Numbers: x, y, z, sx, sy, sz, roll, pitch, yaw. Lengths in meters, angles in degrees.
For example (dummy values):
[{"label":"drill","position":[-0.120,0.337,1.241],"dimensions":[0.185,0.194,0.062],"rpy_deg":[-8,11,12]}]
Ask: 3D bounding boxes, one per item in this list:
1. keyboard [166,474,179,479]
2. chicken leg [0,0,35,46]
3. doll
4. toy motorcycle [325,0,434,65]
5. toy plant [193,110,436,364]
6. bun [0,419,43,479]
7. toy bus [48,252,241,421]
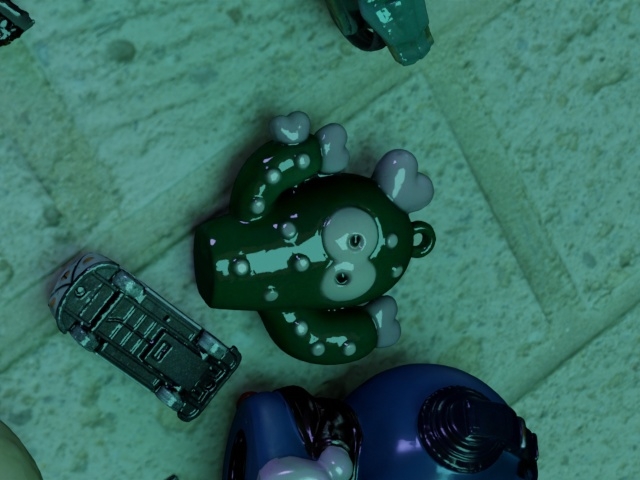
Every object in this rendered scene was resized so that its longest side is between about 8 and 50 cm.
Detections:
[{"label":"keyboard","position":[-0.132,0.320,1.740],"dimensions":[0.055,0.014,0.176],"rpy_deg":[-36,121,-16]},{"label":"chicken leg","position":[-0.320,-0.260,1.403],"dimensions":[0.106,0.051,0.253],"rpy_deg":[-20,131,0]},{"label":"doll","position":[0.063,0.239,1.692],"dimensions":[0.310,0.240,0.284],"rpy_deg":[7,145,-16]},{"label":"toy motorcycle","position":[0.021,-0.293,1.499],"dimensions":[0.109,0.198,0.296],"rpy_deg":[-35,121,-19]},{"label":"toy plant","position":[0.001,0.004,1.641],"dimensions":[0.243,0.112,0.232],"rpy_deg":[19,103,-26]},{"label":"bun","position":[-0.405,0.288,1.473],"dimensions":[0.361,0.213,0.361],"rpy_deg":[-1,92,-23]},{"label":"toy bus","position":[-0.172,0.083,1.590],"dimensions":[0.194,0.089,0.087],"rpy_deg":[39,89,-32]}]
